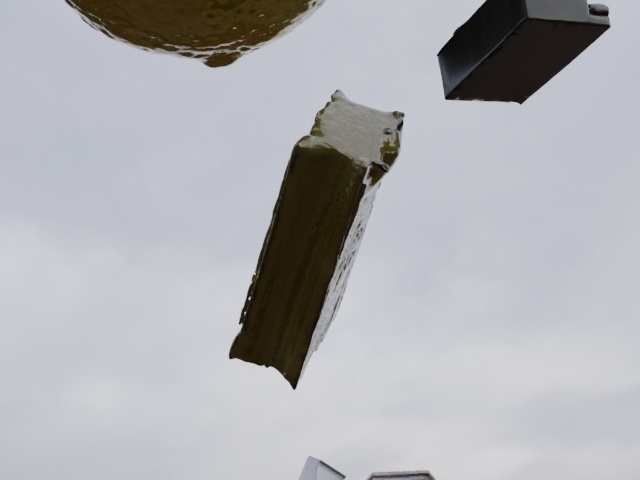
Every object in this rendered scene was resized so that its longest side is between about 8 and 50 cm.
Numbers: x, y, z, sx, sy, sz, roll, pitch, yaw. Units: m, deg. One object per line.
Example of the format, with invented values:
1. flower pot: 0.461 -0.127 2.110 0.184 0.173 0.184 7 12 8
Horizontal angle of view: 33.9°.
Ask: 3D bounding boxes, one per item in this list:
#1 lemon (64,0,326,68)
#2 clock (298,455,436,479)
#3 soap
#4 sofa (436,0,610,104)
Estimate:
1. lemon: -0.113 -0.356 1.038 0.349 0.350 0.387 20 -32 -39
2. clock: 0.063 0.352 1.089 0.235 0.309 0.166 34 -74 -6
3. soap: -0.002 -0.001 0.900 0.076 0.135 0.233 24 -58 6
4. sofa: 0.167 -0.173 0.886 0.085 0.060 0.147 1 -20 -20
